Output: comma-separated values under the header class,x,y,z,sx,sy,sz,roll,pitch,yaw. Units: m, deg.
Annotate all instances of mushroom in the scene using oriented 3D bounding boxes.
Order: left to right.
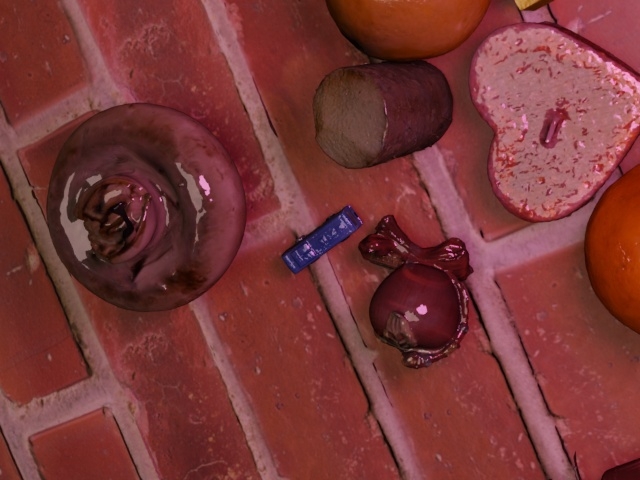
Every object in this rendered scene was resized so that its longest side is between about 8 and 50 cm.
class,x,y,z,sx,sy,sz,roll,pitch,yaw
mushroom,-0.311,-0.052,1.993,0.362,0.294,0.362,4,102,20

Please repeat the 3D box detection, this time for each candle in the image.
class,x,y,z,sx,sy,sz,roll,pitch,yaw
candle,0.379,-0.187,1.819,0.287,0.131,0.317,-8,97,18

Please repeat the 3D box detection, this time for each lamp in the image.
class,x,y,z,sx,sy,sz,roll,pitch,yaw
lamp,0.149,0.095,1.946,0.215,0.151,0.223,16,60,11

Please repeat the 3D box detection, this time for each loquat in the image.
class,x,y,z,sx,sy,sz,roll,pitch,yaw
loquat,0.135,-0.403,1.801,0.263,0.263,0.263,3,100,19

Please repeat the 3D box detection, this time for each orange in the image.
class,x,y,z,sx,sy,sz,roll,pitch,yaw
orange,0.533,0.013,1.745,0.284,0.226,0.284,1,94,19

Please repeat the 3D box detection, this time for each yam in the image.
class,x,y,z,sx,sy,sz,roll,pitch,yaw
yam,0.097,-0.204,1.852,0.161,0.268,0.161,8,106,28

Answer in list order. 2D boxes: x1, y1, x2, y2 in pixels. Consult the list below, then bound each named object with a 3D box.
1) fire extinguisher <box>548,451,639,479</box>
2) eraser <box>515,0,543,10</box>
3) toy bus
class,x,y,z,sx,sy,sz,roll,pitch,yaw
fire extinguisher,0.531,0.369,1.868,0.337,0.106,0.147,-25,75,20
eraser,0.316,-0.404,1.807,0.045,0.122,0.097,-27,88,23
toy bus,0.000,0.000,2.017,0.153,0.061,0.051,-36,91,19
